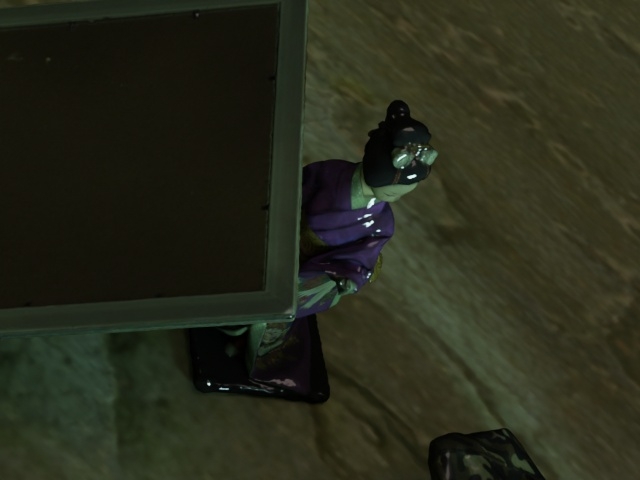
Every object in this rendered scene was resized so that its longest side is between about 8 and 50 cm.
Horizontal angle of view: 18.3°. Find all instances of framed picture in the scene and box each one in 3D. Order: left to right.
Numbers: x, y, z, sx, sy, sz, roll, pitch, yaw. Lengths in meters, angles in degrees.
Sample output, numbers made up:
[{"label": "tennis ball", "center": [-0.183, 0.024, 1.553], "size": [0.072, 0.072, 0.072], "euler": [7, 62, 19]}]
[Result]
[{"label": "framed picture", "center": [-0.151, -0.038, 1.017], "size": [0.293, 0.018, 0.231], "euler": [-3, 51, 7]}]

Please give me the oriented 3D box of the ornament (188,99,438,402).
[{"label": "ornament", "center": [0.000, 0.009, 1.028], "size": [0.088, 0.203, 0.081], "euler": [7, 58, -26]}]

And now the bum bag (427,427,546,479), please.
[{"label": "bum bag", "center": [0.095, 0.203, 1.003], "size": [0.102, 0.069, 0.248], "euler": [44, 32, -42]}]
